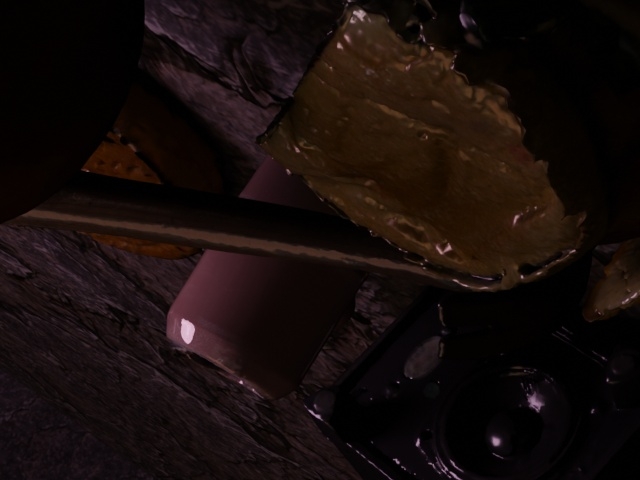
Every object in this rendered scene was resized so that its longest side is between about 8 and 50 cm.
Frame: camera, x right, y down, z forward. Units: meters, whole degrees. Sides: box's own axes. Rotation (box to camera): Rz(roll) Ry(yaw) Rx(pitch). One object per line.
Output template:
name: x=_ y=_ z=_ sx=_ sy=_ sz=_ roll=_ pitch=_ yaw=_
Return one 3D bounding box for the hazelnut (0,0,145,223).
hazelnut: x=-0.278 y=-0.159 z=0.898 sx=0.366 sy=0.365 sz=0.366 roll=31 pitch=161 yaw=12

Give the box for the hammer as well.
hammer: x=-0.051 y=-0.008 z=0.975 sx=0.440 sy=0.168 sz=0.044 roll=9 pitch=118 yaw=19

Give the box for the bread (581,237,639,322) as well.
bread: x=0.211 y=0.019 z=0.846 sx=0.080 sy=0.109 sz=0.084 roll=41 pitch=156 yaw=-7

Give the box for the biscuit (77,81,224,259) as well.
biscuit: x=-0.207 y=-0.089 z=1.332 sx=0.296 sy=0.075 sz=0.296 roll=27 pitch=156 yaw=13

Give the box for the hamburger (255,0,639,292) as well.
hamburger: x=0.093 y=-0.066 z=0.792 sx=0.211 sy=0.132 sz=0.309 roll=36 pitch=162 yaw=-4

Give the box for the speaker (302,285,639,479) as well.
speaker: x=0.152 y=0.174 z=1.150 sx=0.232 sy=0.184 sz=0.254 roll=33 pitch=165 yaw=42

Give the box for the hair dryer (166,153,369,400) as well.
hair dryer: x=-0.008 y=0.041 z=1.184 sx=0.107 sy=0.189 sz=0.344 roll=29 pitch=171 yaw=12
